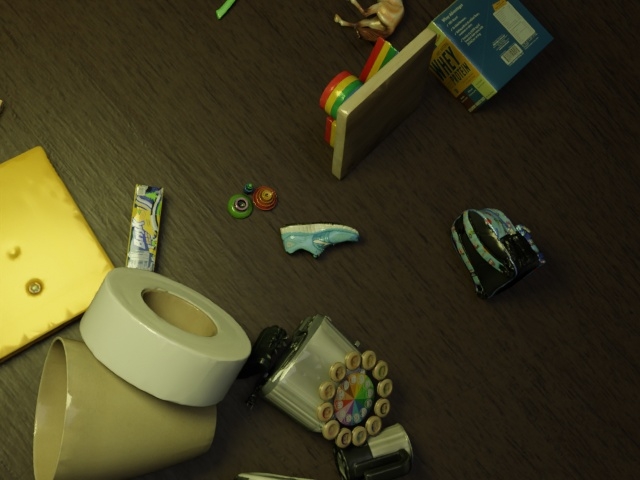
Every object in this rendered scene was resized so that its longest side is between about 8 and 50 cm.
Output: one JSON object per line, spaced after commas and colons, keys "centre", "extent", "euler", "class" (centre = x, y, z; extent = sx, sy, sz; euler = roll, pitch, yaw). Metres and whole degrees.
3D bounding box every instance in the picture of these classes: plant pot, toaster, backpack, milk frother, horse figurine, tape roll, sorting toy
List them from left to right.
{"centre": [-0.329, 0.305, 1.386], "extent": [0.274, 0.256, 0.256], "euler": [9, 76, -27], "class": "plant pot"}
{"centre": [-0.265, 0.162, 1.390], "extent": [0.286, 0.286, 0.100], "euler": [29, 101, -6], "class": "tape roll"}
{"centre": [-0.136, -0.084, 1.603], "extent": [0.102, 0.042, 0.061], "euler": [-19, 83, -16], "class": "sorting toy"}
{"centre": [-0.018, 0.260, 1.514], "extent": [0.146, 0.129, 0.227], "euler": [39, 70, -5], "class": "toaster"}
{"centre": [0.099, -0.285, 1.602], "extent": [0.089, 0.255, 0.257], "euler": [41, 72, 14], "class": "sorting toy"}
{"centre": [0.108, 0.444, 1.531], "extent": [0.135, 0.129, 0.143], "euler": [-13, 125, -15], "class": "milk frother"}
{"centre": [0.130, -0.533, 1.748], "extent": [0.175, 0.066, 0.263], "euler": [14, 74, -15], "class": "horse figurine"}
{"centre": [0.354, 0.012, 1.648], "extent": [0.117, 0.158, 0.173], "euler": [-22, 72, -25], "class": "backpack"}

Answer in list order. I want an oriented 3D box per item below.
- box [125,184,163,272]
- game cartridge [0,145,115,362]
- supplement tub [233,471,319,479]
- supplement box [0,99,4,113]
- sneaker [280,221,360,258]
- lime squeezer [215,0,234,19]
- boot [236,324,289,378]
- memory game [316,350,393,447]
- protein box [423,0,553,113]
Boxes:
{"centre": [-0.336, -0.018, 1.532], "extent": [0.054, 0.059, 0.168], "euler": [8, 76, -13], "class": "box"}
{"centre": [-0.562, 0.026, 1.478], "extent": [0.285, 0.052, 0.323], "euler": [-30, 84, -17], "class": "game cartridge"}
{"centre": [-0.075, 0.585, 1.389], "extent": [0.207, 0.207, 0.337], "euler": [10, 76, -11], "class": "supplement tub"}
{"centre": [-0.659, -0.252, 1.517], "extent": [0.099, 0.036, 0.062], "euler": [21, 75, -9], "class": "supplement box"}
{"centre": [0.000, 0.000, 1.619], "extent": [0.162, 0.063, 0.073], "euler": [-2, 96, -10], "class": "sneaker"}
{"centre": [-0.091, -0.570, 1.712], "extent": [0.311, 0.059, 0.109], "euler": [-21, 83, -18], "class": "lime squeezer"}
{"centre": [-0.123, 0.211, 1.532], "extent": [0.045, 0.121, 0.099], "euler": [54, 40, -25], "class": "boot"}
{"centre": [0.066, 0.291, 1.474], "extent": [0.186, 0.012, 0.186], "euler": [-7, 101, -38], "class": "memory game"}
{"centre": [0.349, -0.428, 1.744], "extent": [0.200, 0.136, 0.201], "euler": [-43, 90, -18], "class": "protein box"}
